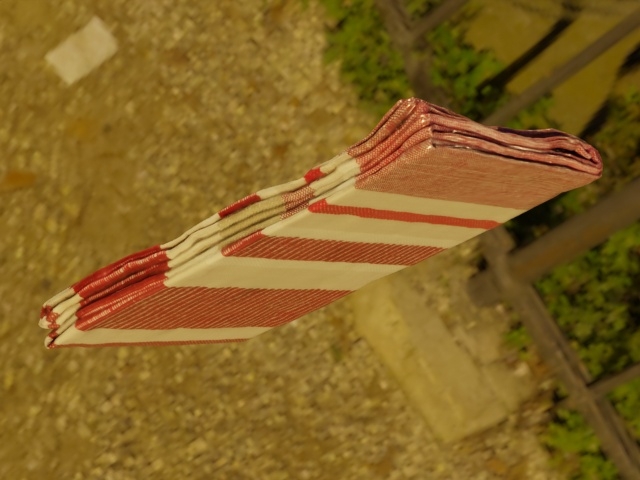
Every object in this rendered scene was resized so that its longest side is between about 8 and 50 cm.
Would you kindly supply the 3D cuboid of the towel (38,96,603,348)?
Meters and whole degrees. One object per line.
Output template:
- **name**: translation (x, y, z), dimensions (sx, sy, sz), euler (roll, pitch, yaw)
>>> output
- **towel**: translation (0.000, 0.000, 0.971), dimensions (0.237, 0.329, 0.037), euler (5, 63, -55)
